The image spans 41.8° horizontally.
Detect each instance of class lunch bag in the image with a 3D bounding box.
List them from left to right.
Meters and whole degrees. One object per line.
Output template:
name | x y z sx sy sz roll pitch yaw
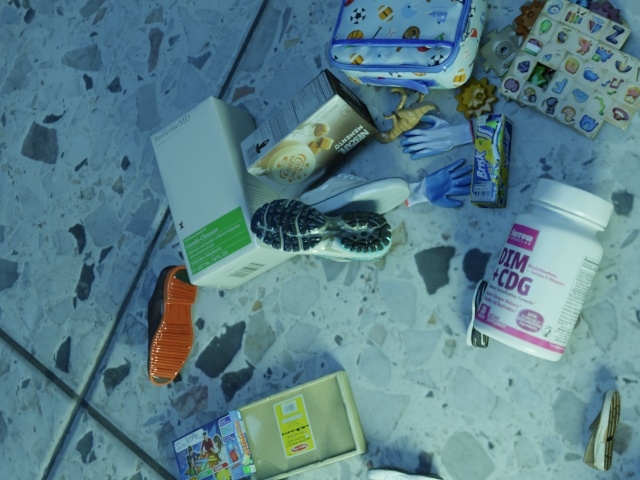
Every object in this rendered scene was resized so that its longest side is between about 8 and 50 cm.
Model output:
lunch bag | 0.173 -0.412 1.647 0.303 0.115 0.243 9 76 33

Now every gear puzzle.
gear puzzle | 0.385 -0.357 1.572 0.339 0.044 0.175 -37 65 20

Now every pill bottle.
pill bottle | 0.384 0.048 1.435 0.160 0.160 0.283 23 93 31

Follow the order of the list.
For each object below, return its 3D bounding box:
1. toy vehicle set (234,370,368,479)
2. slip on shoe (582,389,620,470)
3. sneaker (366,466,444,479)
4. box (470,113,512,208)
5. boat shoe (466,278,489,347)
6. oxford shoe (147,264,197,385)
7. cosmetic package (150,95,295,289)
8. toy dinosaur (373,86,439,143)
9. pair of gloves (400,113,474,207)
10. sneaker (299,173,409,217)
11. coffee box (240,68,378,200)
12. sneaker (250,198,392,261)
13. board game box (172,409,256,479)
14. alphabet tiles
toy vehicle set | -0.044 0.384 1.702 0.266 0.035 0.166 -24 70 25
slip on shoe | 0.471 0.316 1.405 0.041 0.051 0.135 7 91 43
sneaker | 0.153 0.458 1.562 0.152 0.053 0.061 4 86 31
box | 0.320 -0.147 1.565 0.054 0.059 0.169 3 83 30
boat shoe | 0.298 0.135 1.537 0.038 0.046 0.125 10 90 32
oxford shoe | -0.347 0.190 1.896 0.098 0.096 0.271 2 78 51
cosmetic package | -0.214 -0.100 1.818 0.197 0.155 0.366 -30 69 24
toy dinosaur | 0.185 -0.254 1.654 0.211 0.064 0.112 -30 59 54
pair of gloves | 0.231 -0.157 1.642 0.159 0.023 0.198 -9 77 29
sneaker | 0.057 -0.095 1.689 0.258 0.094 0.091 -16 61 27
coffee box | -0.025 -0.212 1.724 0.246 0.141 0.098 -38 42 19
sneaker | 0.000 0.000 1.656 0.282 0.122 0.110 10 69 10
board game box | -0.229 0.457 1.775 0.201 0.035 0.136 -32 67 35
alphabet tiles | 0.469 -0.305 1.504 0.237 0.009 0.198 32 103 19
